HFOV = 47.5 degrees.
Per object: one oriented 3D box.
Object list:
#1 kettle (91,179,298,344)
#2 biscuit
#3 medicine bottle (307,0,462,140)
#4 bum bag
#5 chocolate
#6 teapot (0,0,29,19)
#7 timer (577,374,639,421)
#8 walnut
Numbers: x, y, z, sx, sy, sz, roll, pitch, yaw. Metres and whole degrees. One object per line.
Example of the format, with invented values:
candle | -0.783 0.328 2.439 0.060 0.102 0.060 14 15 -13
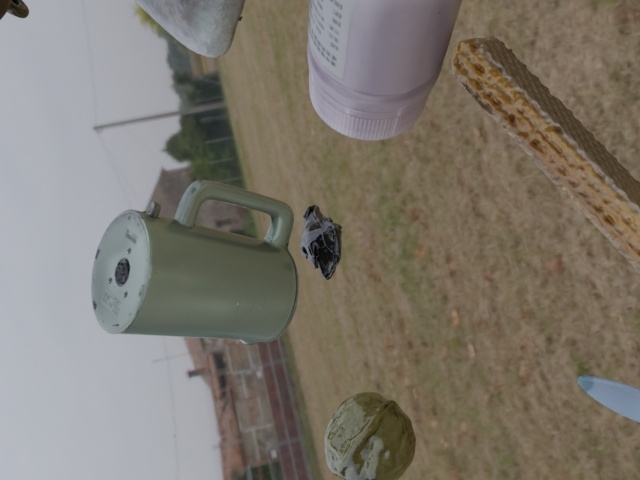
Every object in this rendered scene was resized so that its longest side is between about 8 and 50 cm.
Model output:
kettle | -0.212 0.045 1.283 0.205 0.317 0.265 -19 66 46
biscuit | 0.291 -0.091 0.831 0.379 0.094 0.054 51 124 15
medicine bottle | 0.055 -0.203 0.632 0.250 0.133 0.133 93 163 -66
bum bag | 0.000 0.001 1.439 0.248 0.069 0.102 -127 34 -73
chocolate | -0.238 -0.427 1.180 0.303 0.100 0.185 41 124 30
teapot | -0.616 -0.441 1.271 0.175 0.185 0.267 48 -162 12
timer | 0.443 0.183 0.811 0.255 0.175 0.175 43 161 18
walnut | 0.046 0.188 0.677 0.092 0.092 0.092 168 90 -83
